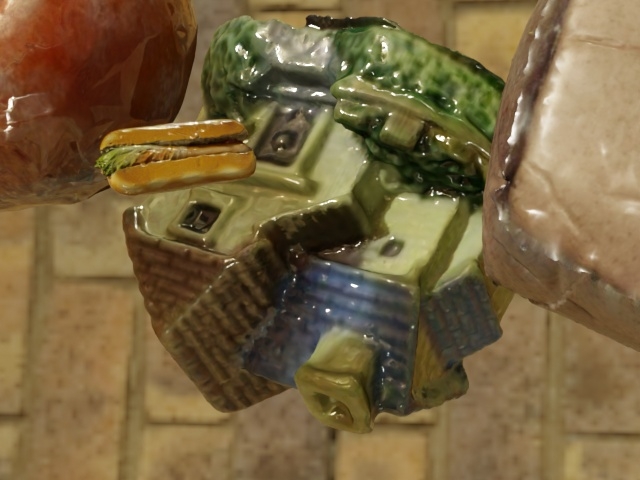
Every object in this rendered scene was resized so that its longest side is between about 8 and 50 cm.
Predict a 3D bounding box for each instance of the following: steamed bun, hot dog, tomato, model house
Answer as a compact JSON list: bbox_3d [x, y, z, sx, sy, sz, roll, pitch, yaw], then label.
[{"bbox_3d":[0.244,-0.063,1.083,0.301,0.251,0.199,-62,-15,-13],"label":"steamed bun"},{"bbox_3d":[-0.071,-0.039,0.816,0.021,0.083,0.037,124,135,-58],"label":"hot dog"},{"bbox_3d":[-0.161,-0.102,0.986,0.155,0.214,0.181,54,-168,33],"label":"tomato"},{"bbox_3d":[0.000,0.000,1.342,0.266,0.321,0.261,-60,-35,-25],"label":"model house"}]
